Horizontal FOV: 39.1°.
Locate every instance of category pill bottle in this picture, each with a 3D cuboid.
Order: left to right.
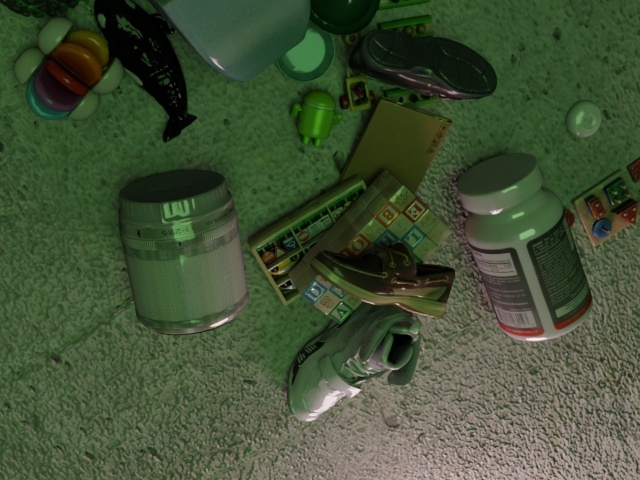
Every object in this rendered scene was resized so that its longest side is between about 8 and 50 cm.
[{"bbox_3d":[0.428,0.014,1.903,0.210,0.210,0.363,-27,114,-6],"label":"pill bottle"}]

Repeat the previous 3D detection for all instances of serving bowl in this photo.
[{"bbox_3d":[0.574,-0.260,1.949,0.083,0.027,0.083,-5,109,-13],"label":"serving bowl"}]

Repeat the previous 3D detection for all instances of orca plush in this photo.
[{"bbox_3d":[-0.318,-0.312,1.635,0.151,0.102,0.287,-18,113,-9],"label":"orca plush"}]

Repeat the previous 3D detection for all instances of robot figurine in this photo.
[{"bbox_3d":[-0.008,-0.242,1.767,0.101,0.067,0.115,10,105,-10],"label":"robot figurine"}]

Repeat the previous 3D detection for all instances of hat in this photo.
[{"bbox_3d":[0.063,-0.470,1.609,0.173,0.183,0.208,39,71,-16],"label":"hat"}]

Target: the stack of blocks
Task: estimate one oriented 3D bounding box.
[{"bbox_3d":[0.100,0.025,1.834,0.297,0.087,0.171,-46,124,6],"label":"stack of blocks"}]

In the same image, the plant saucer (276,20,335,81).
[{"bbox_3d":[-0.032,-0.367,1.742,0.119,0.021,0.119,-5,109,-15],"label":"plant saucer"}]

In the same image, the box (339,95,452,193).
[{"bbox_3d":[0.151,-0.181,1.830,0.164,0.021,0.201,15,120,-19],"label":"box"}]

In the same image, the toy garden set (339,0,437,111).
[{"bbox_3d":[0.131,-0.371,1.772,0.203,0.049,0.244,-12,111,-12],"label":"toy garden set"}]

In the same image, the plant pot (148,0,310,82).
[{"bbox_3d":[-0.160,-0.426,1.567,0.247,0.248,0.252,-37,136,-5],"label":"plant pot"}]

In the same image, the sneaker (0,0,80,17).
[{"bbox_3d":[-0.419,-0.510,1.535,0.343,0.146,0.134,-32,135,12],"label":"sneaker"}]

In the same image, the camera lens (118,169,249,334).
[{"bbox_3d":[-0.258,0.026,1.706,0.219,0.219,0.274,-11,111,-12],"label":"camera lens"}]

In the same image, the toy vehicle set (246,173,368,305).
[{"bbox_3d":[0.000,0.000,1.856,0.266,0.035,0.166,-32,124,-3],"label":"toy vehicle set"}]

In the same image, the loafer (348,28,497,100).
[{"bbox_3d":[0.197,-0.334,1.746,0.302,0.095,0.109,10,74,-25],"label":"loafer"}]

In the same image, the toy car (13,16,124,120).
[{"bbox_3d":[-0.446,-0.282,1.575,0.159,0.136,0.182,37,121,-25],"label":"toy car"}]

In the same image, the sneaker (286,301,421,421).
[{"bbox_3d":[0.072,0.259,1.886,0.137,0.210,0.366,37,96,-23],"label":"sneaker"}]

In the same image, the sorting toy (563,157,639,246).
[{"bbox_3d":[0.662,-0.073,2.030,0.274,0.046,0.132,-33,114,-4],"label":"sorting toy"}]

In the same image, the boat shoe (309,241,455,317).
[{"bbox_3d":[0.132,0.056,1.746,0.342,0.123,0.123,18,102,-34],"label":"boat shoe"}]
